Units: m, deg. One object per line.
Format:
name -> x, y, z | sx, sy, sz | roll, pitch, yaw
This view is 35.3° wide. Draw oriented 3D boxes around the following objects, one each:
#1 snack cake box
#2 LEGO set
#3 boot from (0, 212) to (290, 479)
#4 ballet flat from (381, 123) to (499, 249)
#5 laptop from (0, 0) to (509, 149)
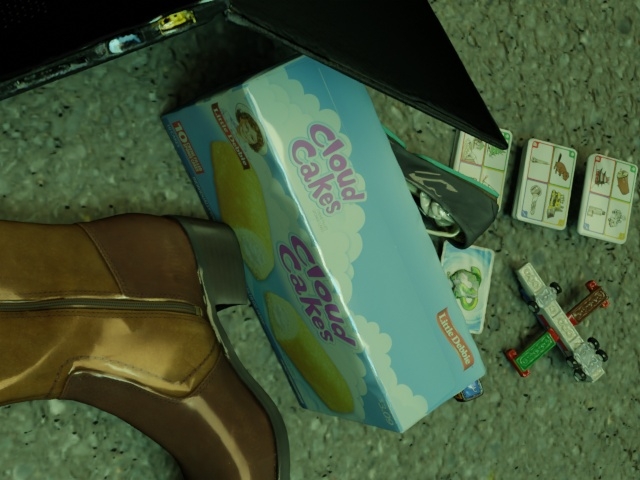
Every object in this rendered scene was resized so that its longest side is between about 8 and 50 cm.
snack cake box -> 0.000, 0.000, 0.744 | 0.089, 0.152, 0.264 | -30, 102, -25
LEGO set -> 0.183, 0.032, 0.913 | 0.182, 0.060, 0.244 | 12, 82, -15
boot -> -0.162, 0.100, 0.641 | 0.280, 0.096, 0.264 | 1, 76, -39
ballet flat -> 0.056, -0.053, 0.819 | 0.203, 0.074, 0.074 | 30, 76, -19
laptop -> -0.144, -0.189, 0.631 | 0.407, 0.236, 0.382 | -22, 61, -3
